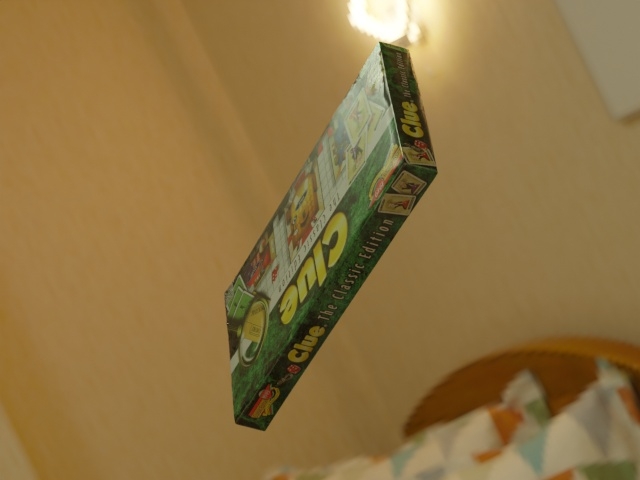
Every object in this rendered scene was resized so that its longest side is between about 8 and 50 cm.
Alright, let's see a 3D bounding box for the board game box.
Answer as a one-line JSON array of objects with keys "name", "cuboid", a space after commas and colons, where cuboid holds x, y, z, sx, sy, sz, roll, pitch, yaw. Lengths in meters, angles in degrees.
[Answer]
[{"name": "board game box", "cuboid": [0.000, 0.000, 1.129, 0.030, 0.136, 0.259, 15, -52, -23]}]
